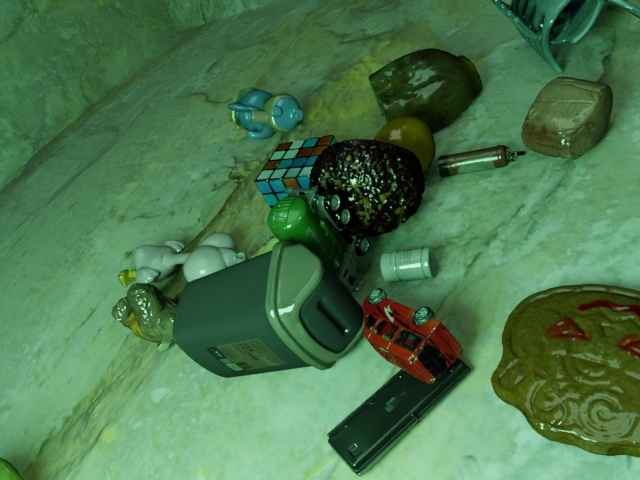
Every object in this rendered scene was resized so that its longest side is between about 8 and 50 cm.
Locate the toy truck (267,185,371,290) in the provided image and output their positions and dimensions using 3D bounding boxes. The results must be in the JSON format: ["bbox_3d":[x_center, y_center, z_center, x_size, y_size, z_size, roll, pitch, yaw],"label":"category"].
[{"bbox_3d":[0.000,0.000,1.052,0.101,0.242,0.125,5,58,38],"label":"toy truck"}]

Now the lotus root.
[{"bbox_3d":[0.272,-0.397,1.463,0.260,0.149,0.267,-22,38,9],"label":"lotus root"}]

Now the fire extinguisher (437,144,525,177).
[{"bbox_3d":[0.342,-0.172,1.213,0.177,0.050,0.062,-6,2,25],"label":"fire extinguisher"}]

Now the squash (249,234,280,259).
[{"bbox_3d":[-0.150,0.084,1.130,0.252,0.169,0.093,-15,59,18],"label":"squash"}]

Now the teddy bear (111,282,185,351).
[{"bbox_3d":[-0.349,0.152,1.199,0.177,0.140,0.190,0,2,-41],"label":"teddy bear"}]

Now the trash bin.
[{"bbox_3d":[-0.085,0.127,0.975,0.290,0.209,0.182,-17,48,24],"label":"trash bin"}]

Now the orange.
[{"bbox_3d":[0.186,-0.198,1.269,0.136,0.159,0.159,43,68,8],"label":"orange"}]

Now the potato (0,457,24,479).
[{"bbox_3d":[-0.609,0.475,0.882,0.215,0.216,0.304,13,42,43],"label":"potato"}]

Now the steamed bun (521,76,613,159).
[{"bbox_3d":[0.504,-0.242,1.152,0.144,0.106,0.175,29,76,44],"label":"steamed bun"}]

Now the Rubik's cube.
[{"bbox_3d":[-0.031,-0.133,1.319,0.154,0.151,0.155,-3,41,32],"label":"Rubik's cube"}]

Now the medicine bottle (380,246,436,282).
[{"bbox_3d":[0.161,0.045,1.043,0.091,0.058,0.058,-8,39,25],"label":"medicine bottle"}]

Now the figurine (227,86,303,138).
[{"bbox_3d":[-0.178,-0.395,1.753,0.180,0.154,0.262,-30,29,-24],"label":"figurine"}]

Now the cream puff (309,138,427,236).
[{"bbox_3d":[0.091,-0.098,1.143,0.239,0.239,0.165,-3,72,30],"label":"cream puff"}]

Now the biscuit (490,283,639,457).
[{"bbox_3d":[0.374,0.161,0.769,0.272,0.049,0.257,8,48,42],"label":"biscuit"}]

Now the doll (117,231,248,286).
[{"bbox_3d":[-0.321,0.049,1.330,0.365,0.094,0.160,-2,34,30],"label":"doll"}]

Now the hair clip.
[{"bbox_3d":[0.592,-0.601,1.409,0.238,0.392,0.318,-41,30,26],"label":"hair clip"}]

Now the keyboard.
[{"bbox_3d":[0.117,0.246,0.846,0.230,0.025,0.093,-37,34,-15],"label":"keyboard"}]

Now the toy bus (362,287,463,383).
[{"bbox_3d":[0.127,0.147,0.897,0.089,0.081,0.195,-48,27,-13],"label":"toy bus"}]
